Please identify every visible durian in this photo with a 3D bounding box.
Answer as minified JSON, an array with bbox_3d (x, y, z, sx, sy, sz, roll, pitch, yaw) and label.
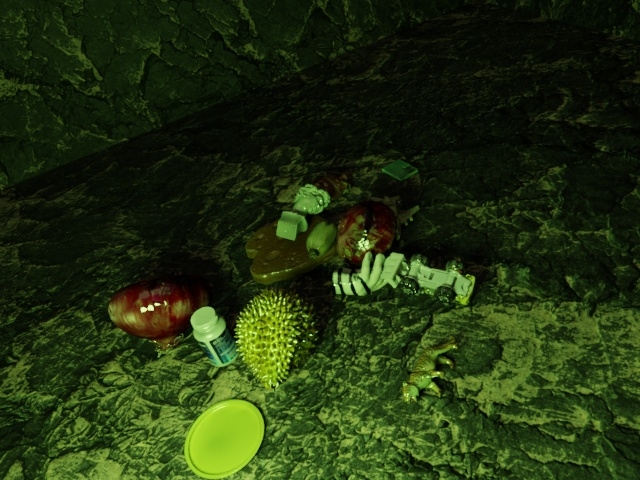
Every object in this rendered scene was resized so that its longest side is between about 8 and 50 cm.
[{"bbox_3d":[-0.131,0.281,1.507,0.258,0.258,0.293,5,49,28],"label":"durian"}]

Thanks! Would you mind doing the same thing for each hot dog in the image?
[{"bbox_3d":[0.033,-0.223,2.165,0.213,0.103,0.146,-39,41,-26],"label":"hot dog"}]

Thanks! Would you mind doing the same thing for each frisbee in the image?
[{"bbox_3d":[-0.266,0.547,1.407,0.235,0.017,0.236,-11,38,9],"label":"frisbee"}]

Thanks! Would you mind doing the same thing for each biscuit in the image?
[{"bbox_3d":[-0.119,0.030,1.940,0.358,0.074,0.381,22,54,40],"label":"biscuit"}]

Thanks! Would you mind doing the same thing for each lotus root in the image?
[{"bbox_3d":[0.000,0.001,1.828,0.090,0.077,0.183,18,49,14],"label":"lotus root"}]

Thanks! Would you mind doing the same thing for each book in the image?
[{"bbox_3d":[0.349,-0.309,2.209,0.103,0.017,0.135,-31,39,-15],"label":"book"}]

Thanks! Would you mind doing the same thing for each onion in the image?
[{"bbox_3d":[-0.533,0.247,1.725,0.347,0.286,0.347,-7,0,0],"label":"onion"},{"bbox_3d":[0.152,-0.027,1.785,0.246,0.190,0.246,-47,27,33],"label":"onion"}]

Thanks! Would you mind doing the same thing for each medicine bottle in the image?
[{"bbox_3d":[-0.333,0.301,1.595,0.106,0.192,0.107,-11,38,9],"label":"medicine bottle"}]

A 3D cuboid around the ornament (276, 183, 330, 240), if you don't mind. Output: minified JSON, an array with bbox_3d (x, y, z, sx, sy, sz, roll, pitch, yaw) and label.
[{"bbox_3d":[-0.080,-0.108,1.955,0.130,0.120,0.285,29,52,17],"label":"ornament"}]

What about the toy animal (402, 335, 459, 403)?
[{"bbox_3d":[0.303,0.347,1.385,0.099,0.057,0.241,10,46,32],"label":"toy animal"}]

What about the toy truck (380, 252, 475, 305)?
[{"bbox_3d":[0.339,0.125,1.594,0.285,0.111,0.136,14,60,31],"label":"toy truck"}]

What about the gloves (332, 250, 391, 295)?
[{"bbox_3d":[0.147,0.123,1.674,0.218,0.140,0.131,-2,58,1],"label":"gloves"}]

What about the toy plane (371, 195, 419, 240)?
[{"bbox_3d":[0.268,-0.095,1.920,0.241,0.104,0.256,-2,31,-4],"label":"toy plane"}]
